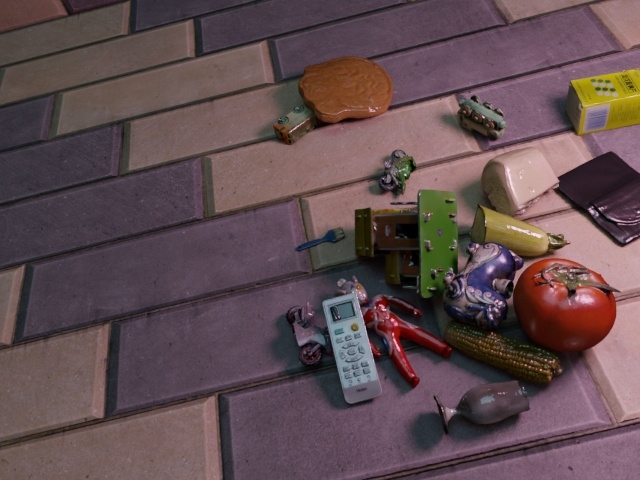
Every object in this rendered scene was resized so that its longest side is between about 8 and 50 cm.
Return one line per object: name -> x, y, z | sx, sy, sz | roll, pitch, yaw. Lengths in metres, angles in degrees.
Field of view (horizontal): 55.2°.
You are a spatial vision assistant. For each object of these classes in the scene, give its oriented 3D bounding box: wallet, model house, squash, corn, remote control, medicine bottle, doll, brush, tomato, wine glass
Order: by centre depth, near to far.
wine glass -> 0.406, 0.414, 1.547 | 0.222, 0.103, 0.103 | -14, 51, 1
tomato -> 0.632, 0.168, 1.597 | 0.255, 0.225, 0.256 | -2, 32, 1
corn -> 0.479, 0.294, 1.628 | 0.319, 0.097, 0.097 | 20, 59, 28
remote control -> 0.086, 0.295, 1.692 | 0.103, 0.051, 0.294 | -15, 71, 5
doll -> 0.184, 0.234, 1.744 | 0.188, 0.099, 0.384 | -40, 58, -18
squash -> 0.585, 0.000, 1.826 | 0.287, 0.137, 0.137 | 21, 60, 16
model house -> 0.271, 0.006, 1.884 | 0.323, 0.340, 0.301 | 0, 91, 42
wallet -> 0.917, -0.139, 1.901 | 0.247, 0.041, 0.323 | -25, 50, -9
brush -> 0.000, 0.000, 2.011 | 0.164, 0.014, 0.051 | -20, 50, -2
medicine bottle -> 0.980, -0.469, 2.080 | 0.250, 0.141, 0.137 | -10, 48, 5

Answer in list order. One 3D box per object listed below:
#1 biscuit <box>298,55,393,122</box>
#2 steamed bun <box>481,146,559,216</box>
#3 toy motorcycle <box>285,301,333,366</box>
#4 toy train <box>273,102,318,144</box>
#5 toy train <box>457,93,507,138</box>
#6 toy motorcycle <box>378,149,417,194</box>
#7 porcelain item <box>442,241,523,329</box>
biscuit -> 0.100, -0.604, 2.385 | 0.364, 0.062, 0.385 | -12, 48, -10
steamed bun -> 0.625, -0.182, 1.939 | 0.225, 0.170, 0.200 | -19, 81, -23
toy motorcycle -> -0.025, 0.261, 1.773 | 0.122, 0.080, 0.215 | -20, 47, -3
toy train -> -0.089, -0.448, 2.341 | 0.188, 0.072, 0.099 | -39, 53, -18
toy train -> 0.568, -0.425, 2.145 | 0.081, 0.125, 0.194 | -44, 59, -12
toy motorcycle -> 0.271, -0.237, 2.105 | 0.106, 0.074, 0.190 | 17, 58, 14
porcelain item -> 0.462, 0.120, 1.701 | 0.186, 0.138, 0.288 | 19, 46, 37
